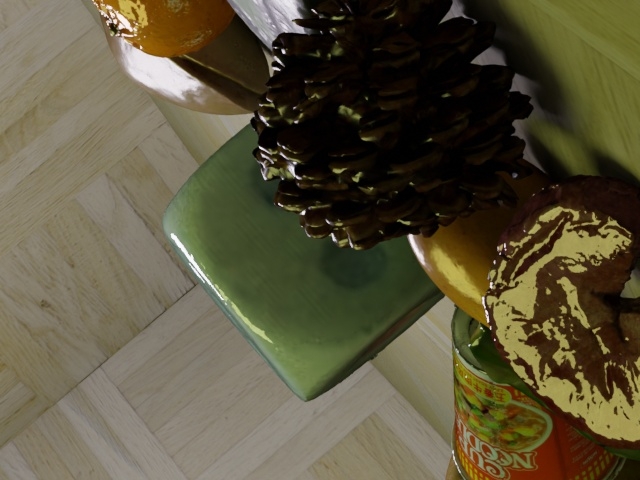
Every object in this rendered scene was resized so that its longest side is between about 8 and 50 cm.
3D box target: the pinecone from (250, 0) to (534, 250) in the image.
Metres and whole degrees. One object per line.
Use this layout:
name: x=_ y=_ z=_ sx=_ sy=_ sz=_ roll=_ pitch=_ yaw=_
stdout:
pinecone: x=0.053 y=-0.099 z=1.339 sx=0.221 sy=0.221 sz=0.221 roll=49 pitch=174 yaw=7

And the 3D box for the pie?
pie: x=0.218 y=0.061 z=1.345 sx=0.218 sy=0.054 sz=0.204 roll=41 pitch=135 yaw=13

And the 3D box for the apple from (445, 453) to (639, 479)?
apple: x=0.253 y=0.293 z=1.976 sx=0.264 sy=0.264 sz=0.264 roll=49 pitch=174 yaw=7

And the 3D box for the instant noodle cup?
instant noodle cup: x=0.212 y=0.141 z=1.812 sx=0.193 sy=0.193 sz=0.212 roll=46 pitch=163 yaw=36

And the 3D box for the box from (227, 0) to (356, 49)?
box: x=-0.062 y=-0.267 z=1.614 sx=0.359 sy=0.091 sz=0.350 roll=49 pitch=174 yaw=28

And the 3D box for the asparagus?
asparagus: x=0.219 y=0.123 z=1.635 sx=0.343 sy=0.082 sz=0.085 roll=30 pitch=-171 yaw=-43

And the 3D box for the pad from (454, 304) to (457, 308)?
pad: x=0.216 y=0.253 z=2.370 sx=0.269 sy=0.012 sz=0.270 roll=-96 pitch=-6 yaw=-60

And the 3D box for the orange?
orange: x=-0.181 y=-0.293 z=2.004 sx=0.193 sy=0.161 sz=0.193 roll=53 pitch=173 yaw=10

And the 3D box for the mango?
mango: x=0.161 y=0.016 z=1.480 sx=0.219 sy=0.145 sz=0.112 roll=50 pitch=138 yaw=4

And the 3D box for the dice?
dice: x=0.000 y=0.000 z=1.990 sx=0.262 sy=0.264 sz=0.268 roll=49 pitch=175 yaw=7

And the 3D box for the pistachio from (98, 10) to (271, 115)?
pistachio: x=-0.168 y=-0.244 z=2.234 sx=0.212 sy=0.163 sz=0.260 roll=12 pitch=-162 yaw=-37
